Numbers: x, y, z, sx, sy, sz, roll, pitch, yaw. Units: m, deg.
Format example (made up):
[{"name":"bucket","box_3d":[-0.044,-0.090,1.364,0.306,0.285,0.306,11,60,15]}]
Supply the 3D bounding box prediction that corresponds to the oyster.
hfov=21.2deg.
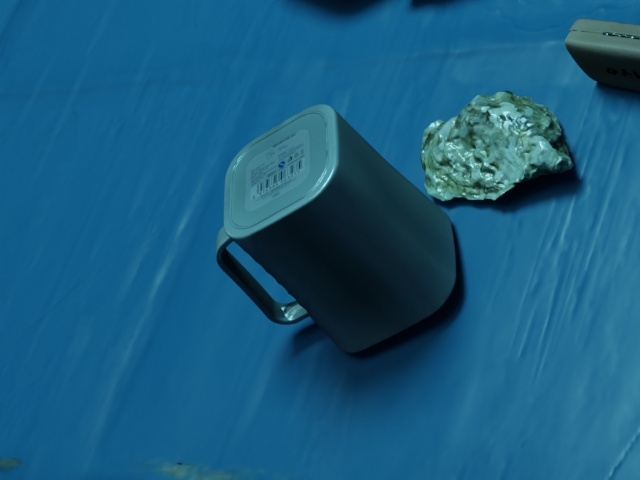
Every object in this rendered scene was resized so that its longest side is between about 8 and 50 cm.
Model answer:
[{"name":"oyster","box_3d":[0.105,-0.059,1.089,0.100,0.037,0.098,-29,44,20]}]

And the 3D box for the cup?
[{"name":"cup","box_3d":[0.000,0.000,1.065,0.128,0.129,0.095,-28,38,25]}]

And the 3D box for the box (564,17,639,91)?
[{"name":"box","box_3d":[0.203,-0.108,1.038,0.115,0.048,0.025,17,66,45]}]
